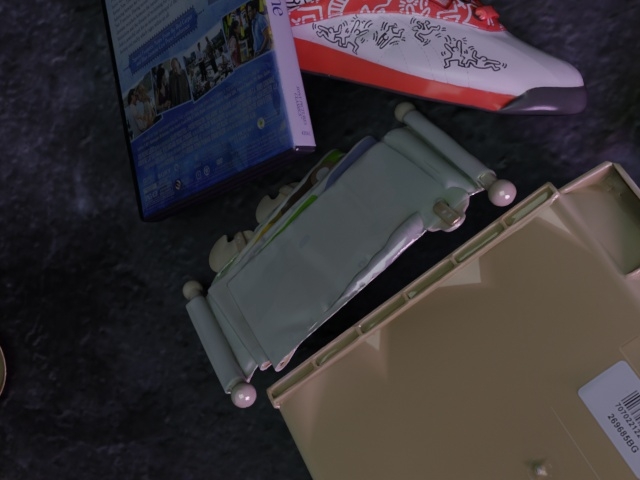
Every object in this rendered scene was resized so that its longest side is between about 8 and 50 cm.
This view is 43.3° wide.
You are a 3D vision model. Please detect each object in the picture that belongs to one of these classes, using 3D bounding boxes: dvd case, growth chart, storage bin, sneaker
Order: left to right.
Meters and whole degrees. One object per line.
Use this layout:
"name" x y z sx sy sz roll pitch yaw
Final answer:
"dvd case" -0.092 -0.155 0.556 0.180 0.022 0.253 -18 81 45
"growth chart" 0.000 0.000 0.544 0.237 0.172 0.021 -41 125 11
"sneaker" 0.054 -0.173 0.533 0.270 0.090 0.145 16 105 17
"storage bin" 0.141 0.134 0.470 0.260 0.123 0.262 -38 60 14

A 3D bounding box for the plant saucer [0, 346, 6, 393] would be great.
"plant saucer" -0.301 0.107 0.693 0.083 0.015 0.083 1 95 16
